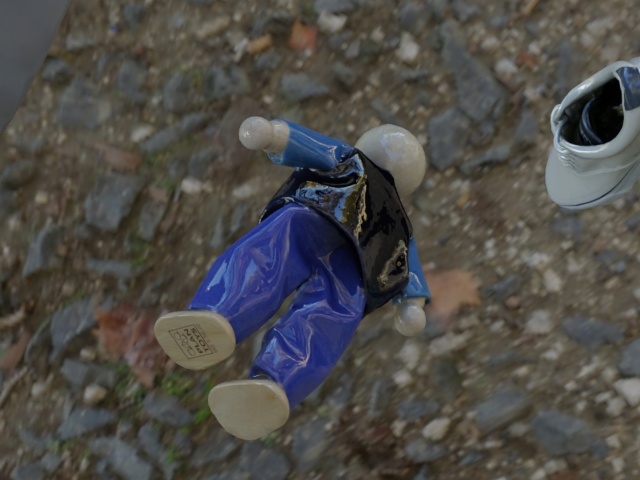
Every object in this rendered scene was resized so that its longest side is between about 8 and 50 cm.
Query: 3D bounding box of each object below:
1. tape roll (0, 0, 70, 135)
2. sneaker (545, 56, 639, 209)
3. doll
[{"bbox_3d":[-0.178,-0.151,0.775,0.072,0.219,0.219,21,66,-24],"label":"tape roll"},{"bbox_3d":[0.237,-0.097,1.288,0.091,0.258,0.094,-3,69,-17],"label":"sneaker"},{"bbox_3d":[0.000,0.000,0.678,0.129,0.046,0.189,54,43,-12],"label":"doll"}]
